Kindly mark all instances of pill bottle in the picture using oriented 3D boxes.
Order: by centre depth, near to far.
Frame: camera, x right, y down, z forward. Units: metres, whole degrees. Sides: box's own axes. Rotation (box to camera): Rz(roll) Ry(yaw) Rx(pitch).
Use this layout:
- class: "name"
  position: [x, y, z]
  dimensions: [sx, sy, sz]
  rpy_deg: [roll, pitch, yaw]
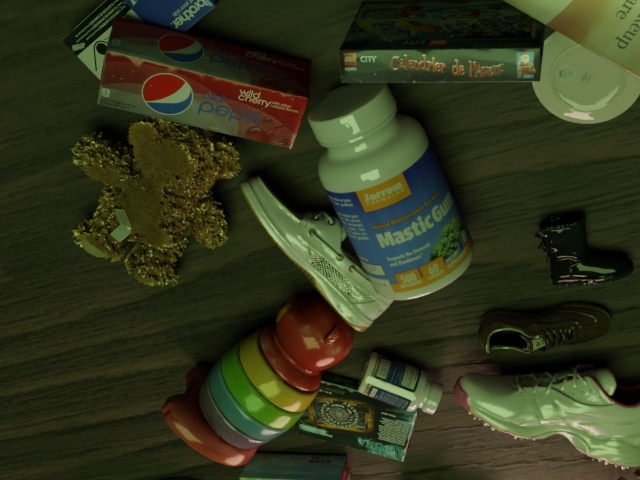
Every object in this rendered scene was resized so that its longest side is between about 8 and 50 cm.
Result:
- class: "pill bottle"
  position: [0.088, -0.070, 1.506]
  dimensions: [0.152, 0.152, 0.272]
  rpy_deg: [-16, 118, 22]
- class: "pill bottle"
  position: [0.122, 0.220, 1.737]
  dimensions: [0.120, 0.067, 0.067]
  rpy_deg: [21, 125, 0]

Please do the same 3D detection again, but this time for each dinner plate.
- class: "dinner plate"
  position: [0.336, -0.207, 1.440]
  dimensions: [0.141, 0.017, 0.141]
  rpy_deg: [7, 123, 11]

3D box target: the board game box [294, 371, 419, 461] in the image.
- class: "board game box"
  position: [0.057, 0.277, 1.815]
  dimensions: [0.186, 0.026, 0.126]
  rpy_deg: [14, 125, 4]

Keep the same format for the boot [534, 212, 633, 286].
- class: "boot"
  position: [0.358, 0.009, 1.559]
  dimensions: [0.121, 0.045, 0.099]
  rpy_deg: [-9, 117, 19]

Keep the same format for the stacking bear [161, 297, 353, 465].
- class: "stacking bear"
  position: [-0.071, 0.195, 1.719]
  dimensions: [0.164, 0.175, 0.289]
  rpy_deg: [45, 113, -4]

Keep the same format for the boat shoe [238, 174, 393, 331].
- class: "boat shoe"
  position: [0.000, 0.000, 1.618]
  dimensions: [0.096, 0.098, 0.277]
  rpy_deg: [-41, 102, 6]

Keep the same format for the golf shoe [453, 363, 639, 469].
- class: "golf shoe"
  position: [0.351, 0.227, 1.674]
  dimensions: [0.306, 0.115, 0.140]
  rpy_deg: [15, 114, -4]

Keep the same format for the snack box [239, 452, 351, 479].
- class: "snack box"
  position: [-0.031, 0.456, 1.926]
  dimensions: [0.174, 0.070, 0.207]
  rpy_deg: [0, 121, 13]

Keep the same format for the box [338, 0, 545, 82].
- class: "box"
  position: [0.150, -0.241, 1.376]
  dimensions: [0.233, 0.159, 0.044]
  rpy_deg: [2, 123, 13]

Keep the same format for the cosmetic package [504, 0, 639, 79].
- class: "cosmetic package"
  position: [0.353, -0.291, 1.311]
  dimensions: [0.296, 0.129, 0.153]
  rpy_deg: [27, 121, -5]

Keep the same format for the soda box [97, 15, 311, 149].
- class: "soda box"
  position: [-0.149, -0.204, 1.483]
  dimensions: [0.263, 0.083, 0.092]
  rpy_deg: [12, 132, -10]

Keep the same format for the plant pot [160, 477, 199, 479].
- class: "plant pot"
  position: [-0.233, 0.540, 2.007]
  dimensions: [0.237, 0.110, 0.237]
  rpy_deg: [6, 123, 9]

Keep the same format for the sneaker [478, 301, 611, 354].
- class: "sneaker"
  position: [0.319, 0.137, 1.633]
  dimensions: [0.188, 0.071, 0.066]
  rpy_deg: [-6, 120, 18]

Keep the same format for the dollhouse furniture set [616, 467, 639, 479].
- class: "dollhouse furniture set"
  position: [0.536, 0.384, 1.698]
  dimensions: [0.123, 0.144, 0.151]
  rpy_deg: [39, 86, -13]

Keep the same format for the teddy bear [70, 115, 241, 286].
- class: "teddy bear"
  position: [-0.235, -0.065, 1.631]
  dimensions: [0.245, 0.113, 0.338]
  rpy_deg: [20, 133, 9]

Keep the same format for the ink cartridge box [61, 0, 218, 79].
- class: "ink cartridge box"
  position: [-0.235, -0.293, 1.504]
  dimensions: [0.207, 0.046, 0.097]
  rpy_deg: [-33, 111, 29]
